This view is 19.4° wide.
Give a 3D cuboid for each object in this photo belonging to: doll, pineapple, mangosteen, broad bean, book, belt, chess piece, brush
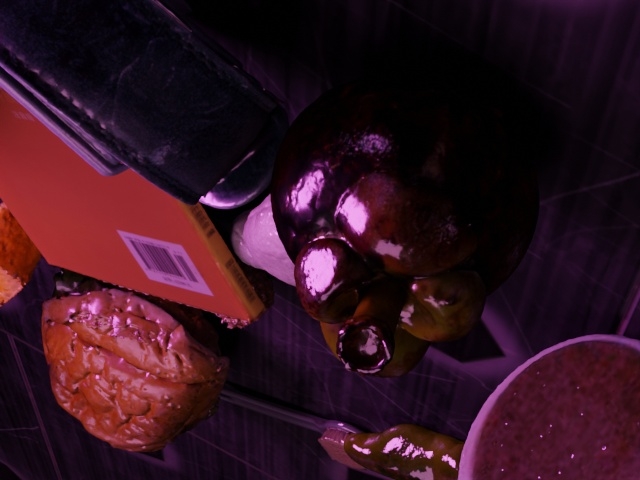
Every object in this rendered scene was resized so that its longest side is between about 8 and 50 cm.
[{"bbox_3d":[0.000,0.000,1.348,0.103,0.071,0.214,41,155,-17],"label":"doll"},{"bbox_3d":[-0.091,0.015,1.531,0.124,0.058,0.058,48,153,-25],"label":"pineapple"},{"bbox_3d":[0.043,-0.010,1.131,0.172,0.184,0.172,20,177,1],"label":"mangosteen"},{"bbox_3d":[0.105,0.192,1.656,0.195,0.046,0.061,-4,128,48],"label":"broad bean"},{"bbox_3d":[-0.213,-0.092,1.427,0.262,0.028,0.374,15,145,43],"label":"book"},{"bbox_3d":[-0.136,-0.116,1.150,0.267,0.116,0.206,39,-178,-7],"label":"belt"},{"bbox_3d":[0.254,0.210,1.347,0.194,0.195,0.299,6,156,47],"label":"chess piece"},{"bbox_3d":[-0.056,0.169,1.839,0.266,0.027,0.062,16,153,33],"label":"brush"}]

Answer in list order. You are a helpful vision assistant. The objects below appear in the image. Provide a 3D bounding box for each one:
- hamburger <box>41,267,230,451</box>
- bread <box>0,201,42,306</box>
[{"bbox_3d":[-0.177,0.111,1.748,0.183,0.130,0.206,26,155,6],"label":"hamburger"},{"bbox_3d":[-0.284,0.005,1.691,0.065,0.103,0.187,35,153,-14],"label":"bread"}]
